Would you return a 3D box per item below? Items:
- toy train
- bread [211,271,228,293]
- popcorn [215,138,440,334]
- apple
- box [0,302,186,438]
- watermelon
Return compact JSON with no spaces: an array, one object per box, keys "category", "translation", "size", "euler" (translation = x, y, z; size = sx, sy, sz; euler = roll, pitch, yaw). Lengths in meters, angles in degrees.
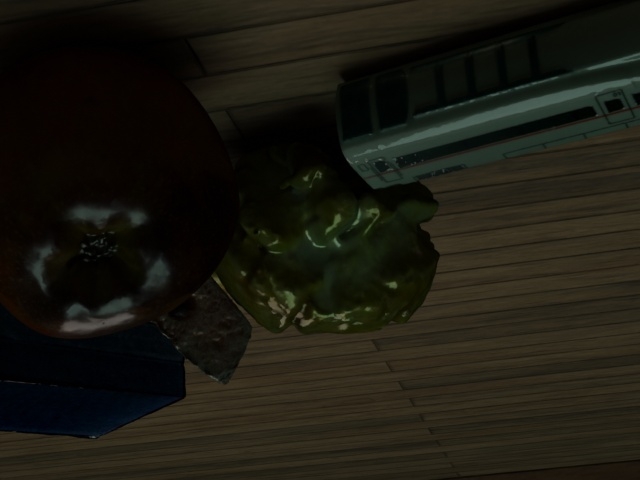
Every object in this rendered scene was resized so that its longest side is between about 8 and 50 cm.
[{"category":"toy train","translation":[0.210,-0.137,0.949],"size":[0.407,0.086,0.088],"euler":[-14,151,22]},{"category":"bread","translation":[-0.093,0.014,1.265],"size":[0.173,0.085,0.134],"euler":[4,178,-20]},{"category":"popcorn","translation":[0.000,0.000,1.122],"size":[0.221,0.184,0.204],"euler":[11,-168,-22]},{"category":"apple","translation":[-0.175,-0.034,0.930],"size":[0.230,0.230,0.230],"euler":[-3,158,-1]},{"category":"box","translation":[-0.365,0.181,1.609],"size":[0.279,0.116,0.261],"euler":[13,152,-35]},{"category":"watermelon","translation":[-0.156,0.032,1.118],"size":[0.094,0.241,0.154],"euler":[-45,179,-8]}]
